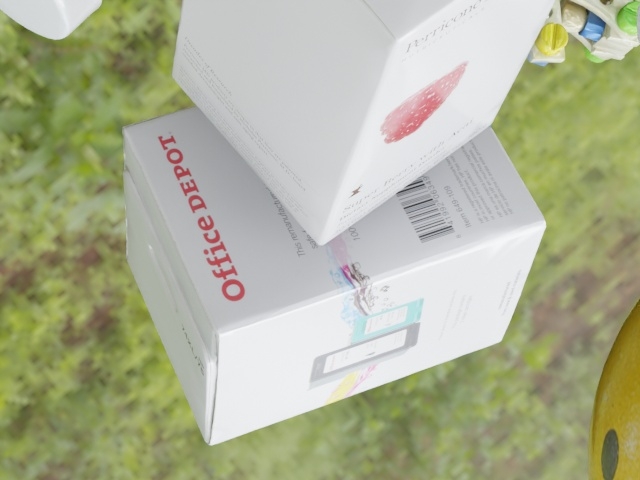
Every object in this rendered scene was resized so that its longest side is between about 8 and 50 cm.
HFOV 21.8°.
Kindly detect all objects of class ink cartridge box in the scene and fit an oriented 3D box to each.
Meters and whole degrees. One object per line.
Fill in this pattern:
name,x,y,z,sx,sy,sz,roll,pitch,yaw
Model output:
ink cartridge box,0.000,0.000,1.323,0.270,0.198,0.197,-18,152,-16

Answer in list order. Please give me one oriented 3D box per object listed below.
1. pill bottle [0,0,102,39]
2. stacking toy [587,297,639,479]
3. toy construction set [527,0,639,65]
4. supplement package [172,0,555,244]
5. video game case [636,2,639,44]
pill bottle,-0.128,-0.290,1.198,0.301,0.169,0.169,-49,173,-18
stacking toy,0.202,0.096,0.610,0.351,0.479,0.350,-14,-156,6
toy construction set,0.281,-0.324,1.710,0.151,0.215,0.327,-159,-101,-82
supplement package,0.031,-0.159,1.085,0.177,0.175,0.293,-36,166,-21
video game case,0.358,-0.173,0.848,0.329,0.300,0.036,112,-15,-63
